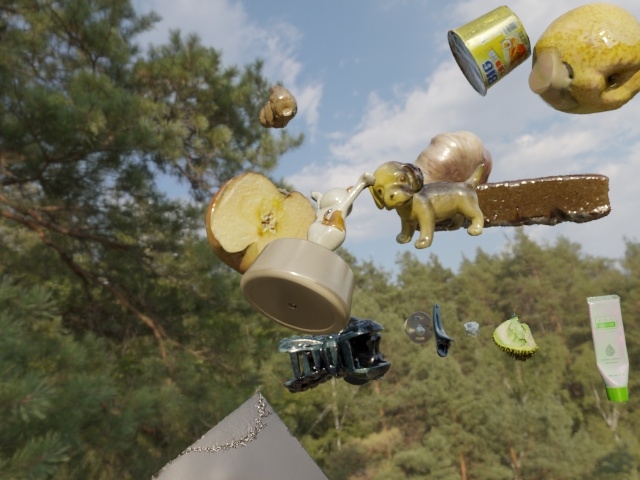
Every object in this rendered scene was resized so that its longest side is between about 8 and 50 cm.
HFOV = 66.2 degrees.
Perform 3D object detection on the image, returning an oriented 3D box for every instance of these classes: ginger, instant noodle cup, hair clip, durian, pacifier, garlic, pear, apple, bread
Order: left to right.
[{"bbox_3d":[-0.171,-0.031,1.301,0.293,0.251,0.163,35,-25,-23],"label":"apple"},{"bbox_3d":[-0.123,-0.372,1.412,0.080,0.104,0.204,-26,4,-19],"label":"ginger"},{"bbox_3d":[0.046,0.301,1.310,0.310,0.194,0.206,-16,-14,27],"label":"hair clip"},{"bbox_3d":[0.293,0.266,1.475,0.082,0.099,0.078,-3,6,9],"label":"pacifier"},{"bbox_3d":[0.442,0.323,1.835,0.048,0.083,0.275,14,22,-4],"label":"hair clip"},{"bbox_3d":[0.375,-0.147,1.289,0.245,0.253,0.245,-27,-38,-23],"label":"garlic"},{"bbox_3d":[0.453,-0.517,1.313,0.153,0.205,0.205,-32,-23,13],"label":"instant noodle cup"},{"bbox_3d":[0.414,-0.081,1.131,0.417,0.113,0.165,-4,0,15],"label":"bread"},{"bbox_3d":[0.535,0.268,1.349,0.100,0.086,0.215,-46,10,14],"label":"durian"},{"bbox_3d":[0.644,-0.424,1.171,0.271,0.271,0.271,-11,-19,-4],"label":"pear"}]

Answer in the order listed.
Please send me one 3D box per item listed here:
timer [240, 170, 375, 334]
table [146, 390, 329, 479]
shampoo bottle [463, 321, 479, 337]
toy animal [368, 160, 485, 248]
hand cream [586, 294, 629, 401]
[{"bbox_3d":[0.000,0.000,0.814,0.175,0.266,0.175,16,-35,11],"label":"timer"},{"bbox_3d":[-0.161,0.427,0.770,0.282,0.196,0.250,-34,-19,-30],"label":"table"},{"bbox_3d":[0.477,0.283,1.538,0.049,0.034,0.141,1,2,14],"label":"shampoo bottle"},{"bbox_3d":[0.209,-0.071,0.970,0.233,0.168,0.121,0,10,-10],"label":"toy animal"},{"bbox_3d":[0.775,0.285,1.311,0.079,0.275,0.050,-5,-4,-23],"label":"hand cream"}]
